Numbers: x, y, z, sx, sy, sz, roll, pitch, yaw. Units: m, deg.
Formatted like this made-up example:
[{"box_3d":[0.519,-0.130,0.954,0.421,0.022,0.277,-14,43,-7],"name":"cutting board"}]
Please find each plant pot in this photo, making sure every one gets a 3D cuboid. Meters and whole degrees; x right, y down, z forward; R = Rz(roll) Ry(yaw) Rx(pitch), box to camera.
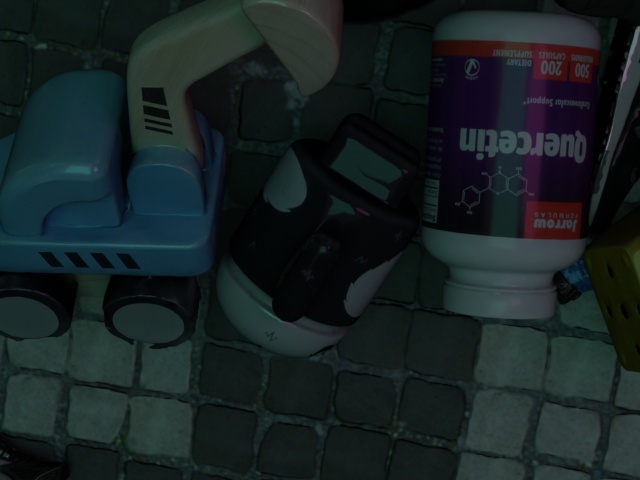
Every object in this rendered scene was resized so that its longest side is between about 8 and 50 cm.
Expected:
[{"box_3d":[0.404,0.043,1.473,0.187,0.212,0.212,-20,91,-8],"name":"plant pot"}]

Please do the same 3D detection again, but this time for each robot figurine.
[{"box_3d":[0.002,0.001,1.531,0.173,0.209,0.278,45,111,34],"name":"robot figurine"}]

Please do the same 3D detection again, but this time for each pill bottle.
[{"box_3d":[0.204,-0.083,1.498,0.182,0.181,0.322,3,95,7],"name":"pill bottle"}]

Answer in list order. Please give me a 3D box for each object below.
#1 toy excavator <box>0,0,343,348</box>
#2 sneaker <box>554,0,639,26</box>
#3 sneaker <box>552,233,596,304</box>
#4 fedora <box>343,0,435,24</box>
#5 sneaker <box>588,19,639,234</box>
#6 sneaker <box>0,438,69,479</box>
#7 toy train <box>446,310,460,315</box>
[{"box_3d":[-0.186,-0.099,1.436,0.433,0.222,0.445,1,142,5],"name":"toy excavator"},{"box_3d":[0.302,-0.360,1.399,0.130,0.109,0.286,-1,106,-18],"name":"sneaker"},{"box_3d":[0.316,0.047,1.600,0.152,0.058,0.084,33,98,4],"name":"sneaker"},{"box_3d":[-0.007,-0.340,1.352,0.334,0.152,0.334,10,119,19],"name":"fedora"},{"box_3d":[0.372,-0.133,1.536,0.124,0.107,0.283,14,104,-2],"name":"sneaker"},{"box_3d":[-0.409,0.281,1.742,0.178,0.072,0.077,-2,91,2],"name":"sneaker"},{"box_3d":[0.179,0.017,1.624,0.027,0.036,0.158,20,104,3],"name":"toy train"}]
